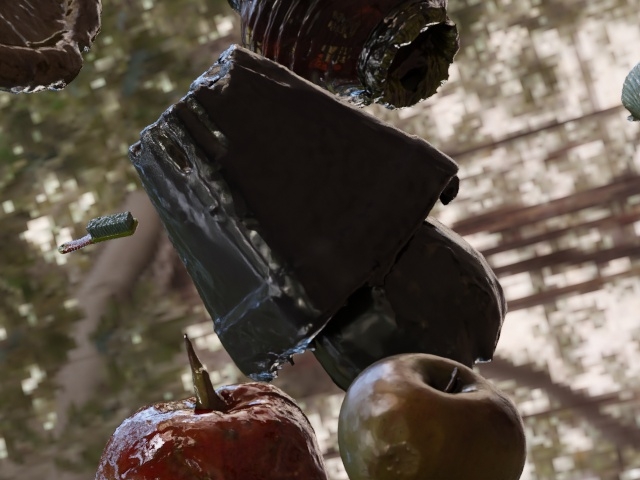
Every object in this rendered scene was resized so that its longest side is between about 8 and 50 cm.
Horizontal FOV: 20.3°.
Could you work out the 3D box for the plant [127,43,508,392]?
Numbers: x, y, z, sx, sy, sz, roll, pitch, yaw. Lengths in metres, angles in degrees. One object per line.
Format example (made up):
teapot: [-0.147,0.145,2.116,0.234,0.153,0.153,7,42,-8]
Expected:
plant: [0.000,0.000,1.113,0.256,0.142,0.164,45,-121,0]

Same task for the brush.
brush: [-0.196,-0.006,1.538,0.021,0.083,0.019,55,-146,-31]

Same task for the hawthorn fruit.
hawthorn fruit: [-0.100,0.266,1.709,0.258,0.262,0.258,17,-151,-9]

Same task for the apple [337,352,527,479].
apple: [0.049,0.093,0.818,0.089,0.089,0.074,19,-76,-55]

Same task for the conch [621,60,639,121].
conch: [0.299,-0.122,1.496,0.056,0.085,0.076,-137,35,-79]

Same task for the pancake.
pancake: [-0.176,-0.150,0.841,0.199,0.021,0.199,37,-147,-29]

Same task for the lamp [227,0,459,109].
lamp: [0.029,-0.232,1.792,0.247,0.247,0.247,33,-131,-49]
